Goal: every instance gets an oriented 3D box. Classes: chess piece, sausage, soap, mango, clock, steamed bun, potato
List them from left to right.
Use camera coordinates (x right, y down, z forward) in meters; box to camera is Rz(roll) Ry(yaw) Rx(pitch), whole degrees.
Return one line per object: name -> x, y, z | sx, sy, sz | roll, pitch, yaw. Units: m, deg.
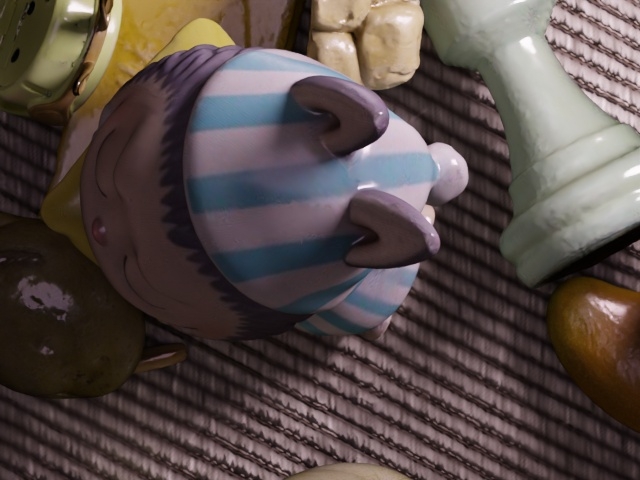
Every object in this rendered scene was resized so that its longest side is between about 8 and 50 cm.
potato -> -0.272, 0.058, 1.444 | 0.235, 0.160, 0.178 | 28, 118, -1
clock -> -0.245, -0.192, 1.427 | 0.069, 0.232, 0.170 | 19, 91, -35
sausage -> -0.195, 0.121, 1.520 | 0.132, 0.024, 0.024 | -10, 89, 2
soap -> -0.137, -0.143, 1.490 | 0.199, 0.091, 0.315 | 16, 90, 0
steamed bun -> 0.041, -0.209, 1.442 | 0.106, 0.177, 0.192 | 6, 97, 0
chess piece -> 0.205, -0.125, 1.448 | 0.194, 0.194, 0.299 | -28, 80, 1
mango -> 0.317, 0.115, 1.478 | 0.227, 0.099, 0.136 | 28, 95, 7

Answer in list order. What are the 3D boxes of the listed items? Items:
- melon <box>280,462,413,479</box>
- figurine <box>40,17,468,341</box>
melon -> 0.007, 0.360, 1.397 | 0.268, 0.268, 0.330 | 18, 111, 1
figurine -> 0.000, 0.000, 1.277 | 0.361, 0.378, 0.266 | 23, 93, -31
